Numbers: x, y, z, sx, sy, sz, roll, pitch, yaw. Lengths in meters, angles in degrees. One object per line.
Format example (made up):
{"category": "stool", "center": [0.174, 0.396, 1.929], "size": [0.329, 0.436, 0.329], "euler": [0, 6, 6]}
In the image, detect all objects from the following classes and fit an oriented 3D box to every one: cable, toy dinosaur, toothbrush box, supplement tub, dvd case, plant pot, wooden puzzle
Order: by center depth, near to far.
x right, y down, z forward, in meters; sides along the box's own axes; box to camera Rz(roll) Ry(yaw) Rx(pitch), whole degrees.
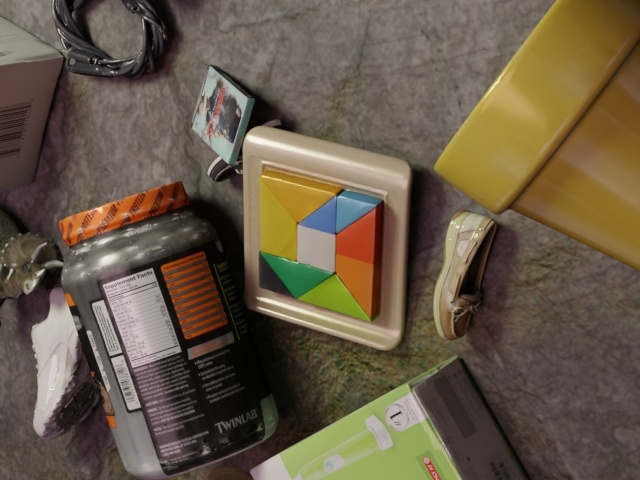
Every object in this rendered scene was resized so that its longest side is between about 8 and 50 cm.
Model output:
{"category": "plant pot", "center": [0.276, -0.097, 1.383], "size": [0.239, 0.254, 0.254], "euler": [38, 123, 3]}
{"category": "toothbrush box", "center": [0.085, 0.294, 1.693], "size": [0.283, 0.122, 0.206], "euler": [-35, 82, 36]}
{"category": "wooden puzzle", "center": [0.000, 0.000, 1.693], "size": [0.221, 0.044, 0.239], "euler": [16, 117, 25]}
{"category": "dvd case", "center": [-0.120, -0.154, 1.738], "size": [0.119, 0.013, 0.087], "euler": [46, 123, 52]}
{"category": "supplement tub", "center": [-0.195, 0.110, 1.784], "size": [0.207, 0.207, 0.338], "euler": [-16, 93, 37]}
{"category": "cable", "center": [-0.265, -0.281, 1.828], "size": [0.184, 0.047, 0.151], "euler": [9, 103, 34]}
{"category": "toy dinosaur", "center": [-0.473, 0.017, 2.027], "size": [0.313, 0.121, 0.160], "euler": [37, 92, 33]}

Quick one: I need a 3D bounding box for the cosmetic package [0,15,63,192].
{"category": "cosmetic package", "center": [-0.560, -0.238, 1.977], "size": [0.385, 0.156, 0.217], "euler": [34, 120, 24]}

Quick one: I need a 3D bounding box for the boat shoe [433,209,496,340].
{"category": "boat shoe", "center": [0.165, 0.044, 1.608], "size": [0.048, 0.056, 0.153], "euler": [18, 106, 35]}

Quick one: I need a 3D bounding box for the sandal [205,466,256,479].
{"category": "sandal", "center": [-0.070, 0.361, 1.795], "size": [0.240, 0.088, 0.079], "euler": [34, 156, -25]}

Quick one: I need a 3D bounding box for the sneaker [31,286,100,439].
{"category": "sneaker", "center": [-0.362, 0.166, 2.005], "size": [0.115, 0.090, 0.232], "euler": [32, 111, 31]}

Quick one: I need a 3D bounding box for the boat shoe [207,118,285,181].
{"category": "boat shoe", "center": [-0.087, -0.101, 1.750], "size": [0.125, 0.046, 0.038], "euler": [-34, 78, 28]}
